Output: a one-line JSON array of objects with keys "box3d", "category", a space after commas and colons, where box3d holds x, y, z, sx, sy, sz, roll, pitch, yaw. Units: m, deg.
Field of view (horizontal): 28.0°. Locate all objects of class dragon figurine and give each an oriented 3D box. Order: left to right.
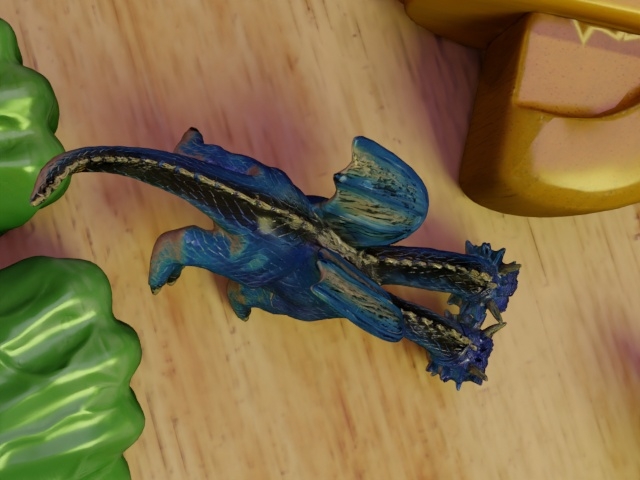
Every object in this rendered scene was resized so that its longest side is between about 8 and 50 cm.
[{"box3d": [0.000, 0.000, 0.613, 0.144, 0.289, 0.085, 6, 73, 29], "category": "dragon figurine"}]

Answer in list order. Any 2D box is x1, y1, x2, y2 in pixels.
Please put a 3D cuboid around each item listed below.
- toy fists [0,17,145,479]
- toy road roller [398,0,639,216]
[{"box3d": [-0.175, 0.012, 0.633, 0.142, 0.096, 0.279, -19, 85, -3], "category": "toy fists"}, {"box3d": [0.199, -0.116, 0.678, 0.329, 0.202, 0.241, 13, 90, -3], "category": "toy road roller"}]
